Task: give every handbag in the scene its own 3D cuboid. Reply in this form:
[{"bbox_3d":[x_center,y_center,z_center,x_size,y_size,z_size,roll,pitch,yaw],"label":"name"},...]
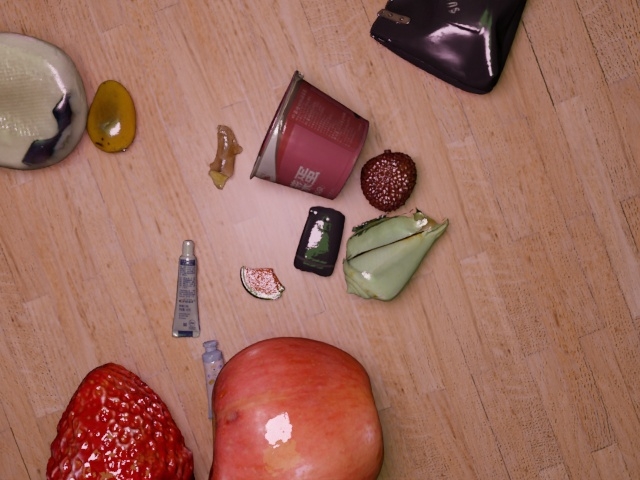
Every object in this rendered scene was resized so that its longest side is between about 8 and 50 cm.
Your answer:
[{"bbox_3d":[0.276,-0.503,1.152,0.288,0.152,0.342,20,91,12],"label":"handbag"}]

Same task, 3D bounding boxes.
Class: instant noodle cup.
[{"bbox_3d":[-0.020,-0.197,1.120,0.179,0.235,0.234,24,91,-9],"label":"instant noodle cup"}]

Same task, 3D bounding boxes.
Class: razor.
[{"bbox_3d":[0.000,0.000,1.200,0.090,0.054,0.147,15,92,-3],"label":"razor"}]

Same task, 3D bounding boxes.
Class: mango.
[{"bbox_3d":[-0.448,-0.268,1.191,0.103,0.076,0.160,-3,83,7],"label":"mango"}]

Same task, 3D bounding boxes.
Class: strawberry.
[{"bbox_3d":[-0.412,0.441,1.112,0.291,0.292,0.310,-47,64,1],"label":"strawberry"}]

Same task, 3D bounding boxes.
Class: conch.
[{"bbox_3d":[0.140,0.018,1.169,0.137,0.144,0.250,42,75,-41],"label":"conch"}]

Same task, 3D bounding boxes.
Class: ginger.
[{"bbox_3d":[-0.209,-0.179,1.206,0.058,0.044,0.137,11,89,18],"label":"ginger"}]

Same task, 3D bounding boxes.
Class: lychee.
[{"bbox_3d":[0.143,-0.125,1.168,0.124,0.123,0.129,-8,111,1],"label":"lychee"}]

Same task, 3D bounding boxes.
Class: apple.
[{"bbox_3d":[-0.047,0.367,1.063,0.364,0.364,0.363,0,91,0],"label":"apple"}]

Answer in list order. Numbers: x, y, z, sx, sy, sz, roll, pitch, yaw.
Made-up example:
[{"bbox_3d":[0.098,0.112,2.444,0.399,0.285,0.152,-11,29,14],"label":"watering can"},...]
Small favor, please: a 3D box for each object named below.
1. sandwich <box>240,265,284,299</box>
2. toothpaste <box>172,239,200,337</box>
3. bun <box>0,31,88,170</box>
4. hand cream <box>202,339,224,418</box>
[{"bbox_3d":[-0.127,0.094,1.218,0.101,0.026,0.069,5,87,-3],"label":"sandwich"},{"bbox_3d":[-0.292,0.106,1.214,0.062,0.037,0.216,2,95,0],"label":"toothpaste"},{"bbox_3d":[-0.616,-0.288,1.150,0.284,0.179,0.283,-2,111,-6],"label":"bun"},{"bbox_3d":[-0.227,0.303,1.212,0.065,0.043,0.170,-9,93,0],"label":"hand cream"}]
